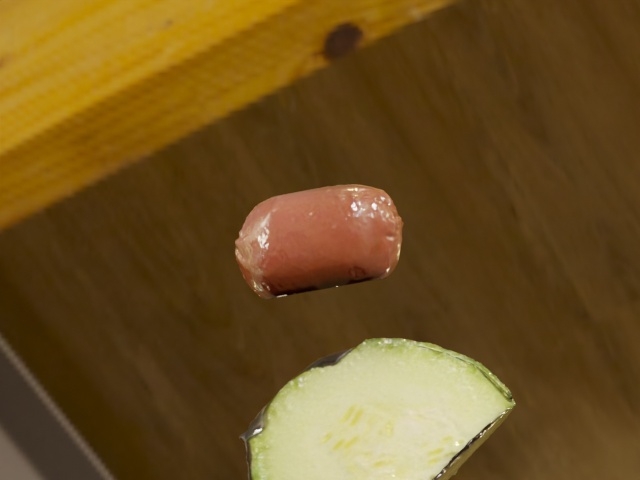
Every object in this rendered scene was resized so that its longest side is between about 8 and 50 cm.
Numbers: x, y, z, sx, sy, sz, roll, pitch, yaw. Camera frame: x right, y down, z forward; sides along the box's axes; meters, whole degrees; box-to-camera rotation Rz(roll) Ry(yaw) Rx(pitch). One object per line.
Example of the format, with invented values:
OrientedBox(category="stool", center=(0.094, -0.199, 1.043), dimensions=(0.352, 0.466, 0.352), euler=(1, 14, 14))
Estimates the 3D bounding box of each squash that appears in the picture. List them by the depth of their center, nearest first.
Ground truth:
OrientedBox(category="squash", center=(0.041, 0.164, 1.352), dimensions=(0.192, 0.184, 0.085), euler=(-40, -52, -18))

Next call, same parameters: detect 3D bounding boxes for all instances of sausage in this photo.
OrientedBox(category="sausage", center=(0.000, -0.001, 0.973), dimensions=(0.094, 0.059, 0.054), euler=(-10, -92, 20))
